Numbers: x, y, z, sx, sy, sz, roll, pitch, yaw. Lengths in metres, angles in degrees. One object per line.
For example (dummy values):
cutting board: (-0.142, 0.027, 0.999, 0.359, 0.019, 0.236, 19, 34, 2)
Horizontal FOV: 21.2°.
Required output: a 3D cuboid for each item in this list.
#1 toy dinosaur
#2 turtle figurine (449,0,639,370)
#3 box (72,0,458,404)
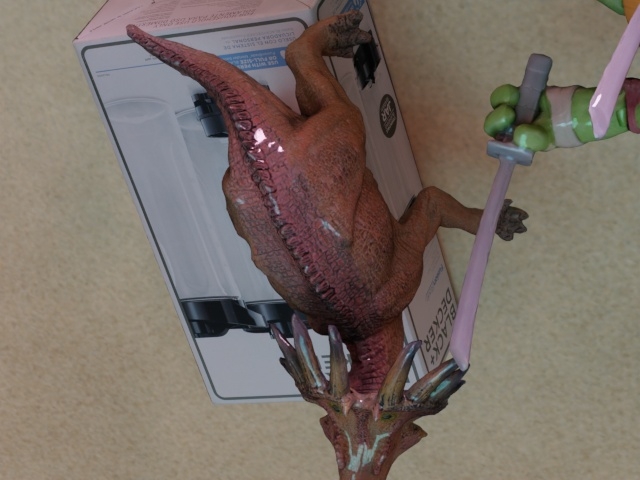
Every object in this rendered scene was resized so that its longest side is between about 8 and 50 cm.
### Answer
toy dinosaur: (0.000, 0.000, 0.942, 0.127, 0.200, 0.295, -26, 112, 31)
turtle figurine: (0.134, -0.128, 0.852, 0.275, 0.266, 0.198, -24, 155, -2)
box: (-0.026, -0.032, 1.112, 0.169, 0.087, 0.290, -4, 123, 22)
